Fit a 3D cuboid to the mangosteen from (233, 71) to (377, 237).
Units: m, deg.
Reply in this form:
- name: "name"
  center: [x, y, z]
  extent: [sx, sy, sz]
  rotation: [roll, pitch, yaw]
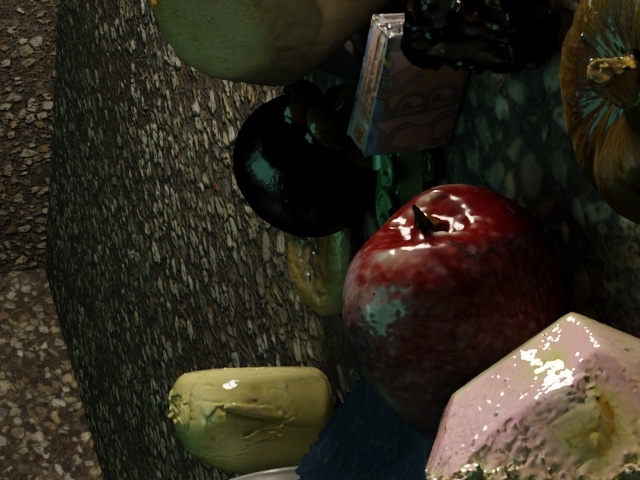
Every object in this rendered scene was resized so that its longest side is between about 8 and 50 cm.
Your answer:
- name: "mangosteen"
  center: [-0.004, -0.114, 1.487]
  extent: [0.230, 0.194, 0.194]
  rotation: [-47, 51, 36]

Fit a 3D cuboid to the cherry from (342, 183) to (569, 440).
- name: "cherry"
  center: [0.135, 0.078, 1.138]
  extent: [0.203, 0.230, 0.300]
  rotation: [-1, 121, 25]

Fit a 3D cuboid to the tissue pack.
- name: "tissue pack"
  center: [0.099, -0.174, 1.289]
  extent: [0.065, 0.115, 0.155]
  rotation: [57, 146, 42]

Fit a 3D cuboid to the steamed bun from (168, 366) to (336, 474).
- name: "steamed bun"
  center: [-0.109, 0.275, 1.773]
  extent: [0.273, 0.232, 0.166]
  rotation: [160, 108, -68]

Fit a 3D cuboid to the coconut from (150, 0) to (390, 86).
- name: "coconut"
  center: [-0.048, -0.346, 1.396]
  extent: [0.329, 0.329, 0.328]
  rotation: [173, 90, -67]

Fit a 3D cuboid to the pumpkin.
- name: "pumpkin"
  center: [0.260, -0.113, 0.869]
  extent: [0.219, 0.162, 0.219]
  rotation: [178, 90, -65]

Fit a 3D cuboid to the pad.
- name: "pad"
  center: [0.089, 0.253, 1.396]
  extent: [0.269, 0.012, 0.269]
  rotation: [-56, 35, 9]

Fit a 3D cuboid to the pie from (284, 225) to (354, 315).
- name: "pie"
  center: [0.003, -0.001, 1.656]
  extent: [0.185, 0.052, 0.218]
  rotation: [-7, 92, 62]

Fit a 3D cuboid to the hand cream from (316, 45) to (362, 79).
- name: "hand cream"
  center: [-0.011, -0.273, 1.577]
  extent: [0.058, 0.091, 0.271]
  rotation: [-61, 34, 21]

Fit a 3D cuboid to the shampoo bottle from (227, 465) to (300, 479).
- name: "shampoo bottle"
  center: [-0.039, 0.453, 1.600]
  extent: [0.273, 0.273, 0.266]
  rotation: [127, 140, -59]

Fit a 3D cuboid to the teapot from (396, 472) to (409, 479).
- name: "teapot"
  center: [0.141, 0.299, 1.400]
  extent: [0.090, 0.124, 0.092]
  rotation: [-68, -8, 24]

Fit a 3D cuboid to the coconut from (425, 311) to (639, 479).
- name: "coconut"
  center: [0.221, 0.187, 0.961]
  extent: [0.233, 0.245, 0.233]
  rotation: [53, -170, -14]

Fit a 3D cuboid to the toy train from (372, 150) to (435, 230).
- name: "toy train"
  center: [0.098, -0.041, 1.398]
  extent: [0.104, 0.071, 0.178]
  rotation: [-134, 40, -71]

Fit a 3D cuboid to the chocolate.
- name: "chocolate"
  center: [0.168, -0.209, 1.133]
  extent: [0.133, 0.156, 0.156]
  rotation: [34, 134, 23]
